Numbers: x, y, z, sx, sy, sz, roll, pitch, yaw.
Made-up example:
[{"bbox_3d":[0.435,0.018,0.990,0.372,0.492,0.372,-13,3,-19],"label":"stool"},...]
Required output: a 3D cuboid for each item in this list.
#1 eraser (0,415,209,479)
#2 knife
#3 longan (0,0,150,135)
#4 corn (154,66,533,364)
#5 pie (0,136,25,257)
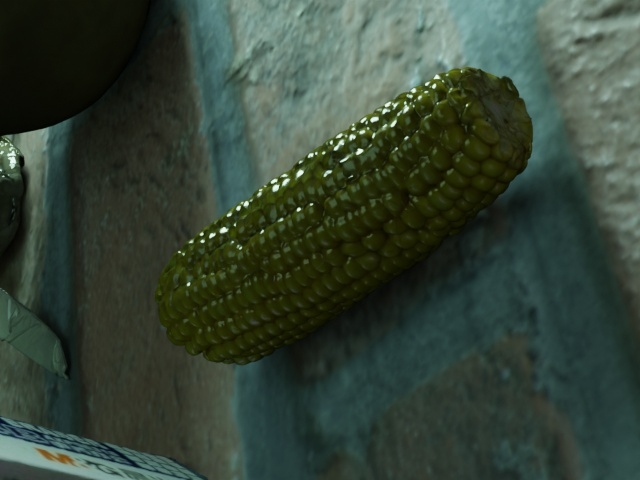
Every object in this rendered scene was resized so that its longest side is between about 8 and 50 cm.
[{"bbox_3d":[-0.185,0.164,0.770,0.130,0.287,0.086,22,89,53],"label":"eraser"},{"bbox_3d":[-0.312,0.059,1.171,0.297,0.017,0.047,29,98,40],"label":"knife"},{"bbox_3d":[-0.296,-0.247,1.104,0.319,0.319,0.319,-26,54,43],"label":"longan"},{"bbox_3d":[0.000,0.000,0.773,0.310,0.101,0.102,-30,51,39],"label":"corn"},{"bbox_3d":[-0.370,-0.025,1.300,0.195,0.046,0.195,-28,52,43],"label":"pie"}]
